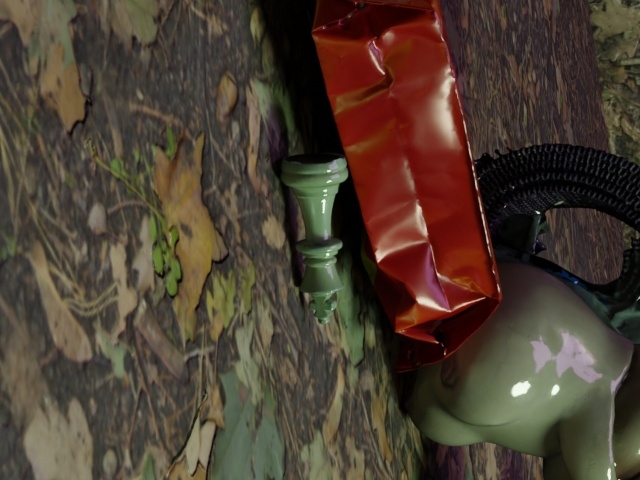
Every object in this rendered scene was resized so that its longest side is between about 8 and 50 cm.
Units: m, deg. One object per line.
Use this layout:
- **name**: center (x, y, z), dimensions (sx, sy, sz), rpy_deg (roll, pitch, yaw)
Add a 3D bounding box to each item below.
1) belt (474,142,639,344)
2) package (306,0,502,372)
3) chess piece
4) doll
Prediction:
- **belt**: center (0.299, 0.025, 1.962), dimensions (0.260, 0.325, 0.122), rpy_deg (-68, 161, -5)
- **package**: center (0.076, -0.085, 1.553), dimensions (0.196, 0.123, 0.424), rpy_deg (-96, 172, -59)
- **chess piece**: center (0.000, 0.000, 1.454), dimensions (0.059, 0.059, 0.149), rpy_deg (-40, 126, -69)
- **doll**: center (0.251, 0.161, 1.741), dimensions (0.226, 0.370, 0.215), rpy_deg (-57, -177, -40)
